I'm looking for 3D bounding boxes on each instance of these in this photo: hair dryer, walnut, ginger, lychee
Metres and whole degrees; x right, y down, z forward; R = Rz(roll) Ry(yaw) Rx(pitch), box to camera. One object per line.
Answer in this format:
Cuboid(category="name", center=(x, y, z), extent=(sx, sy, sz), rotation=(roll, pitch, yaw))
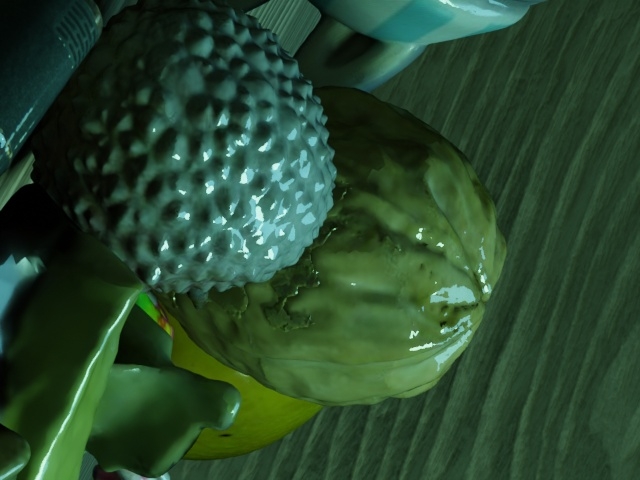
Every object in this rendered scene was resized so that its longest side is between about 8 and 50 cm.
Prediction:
Cuboid(category="hair dryer", center=(-0.166, 0.000, 0.741), extent=(0.173, 0.050, 0.195), rotation=(-58, -179, -36))
Cuboid(category="walnut", center=(0.000, 0.000, 1.095), extent=(0.198, 0.245, 0.198), rotation=(-24, 120, -49))
Cuboid(category="ginger", center=(-0.146, 0.172, 0.851), extent=(0.413, 0.211, 0.358), rotation=(-52, -171, 47))
Cuboid(category="lychee", center=(-0.073, -0.037, 0.944), extent=(0.165, 0.165, 0.197), rotation=(-61, 158, -61))

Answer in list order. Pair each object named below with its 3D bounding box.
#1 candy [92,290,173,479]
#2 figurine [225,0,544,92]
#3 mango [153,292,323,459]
Cuboid(category="candy", center=(-0.119, 0.156, 1.220), extent=(0.124, 0.124, 0.365), rotation=(-62, 144, -36))
Cuboid(category="figurine", center=(0.037, -0.279, 1.143), extent=(0.377, 0.266, 0.361), rotation=(-30, -143, 14))
Cuboid(category="mango", center=(-0.076, 0.030, 1.415), extent=(0.300, 0.232, 0.445), rotation=(-67, -171, -12))
